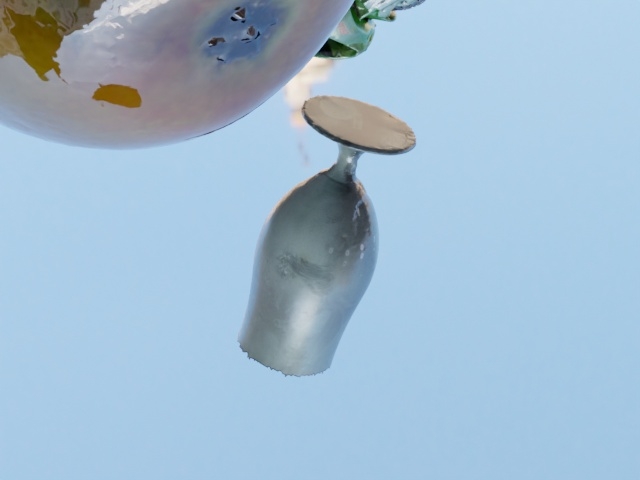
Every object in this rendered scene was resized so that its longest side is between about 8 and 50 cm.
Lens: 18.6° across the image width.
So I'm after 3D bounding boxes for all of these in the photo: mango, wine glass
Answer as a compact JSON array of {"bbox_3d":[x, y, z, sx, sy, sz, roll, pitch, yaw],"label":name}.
[{"bbox_3d":[-0.103,-0.152,0.742,0.173,0.211,0.317,-9,-153,-35],"label":"mango"},{"bbox_3d":[0.000,0.000,1.462,0.093,0.202,0.093,16,-155,-8],"label":"wine glass"}]

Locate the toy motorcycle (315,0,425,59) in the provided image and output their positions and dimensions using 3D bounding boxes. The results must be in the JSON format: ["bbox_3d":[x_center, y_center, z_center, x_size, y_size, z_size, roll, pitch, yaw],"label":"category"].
[{"bbox_3d":[-0.020,-0.175,1.318,0.190,0.106,0.074,12,-136,-18],"label":"toy motorcycle"}]
